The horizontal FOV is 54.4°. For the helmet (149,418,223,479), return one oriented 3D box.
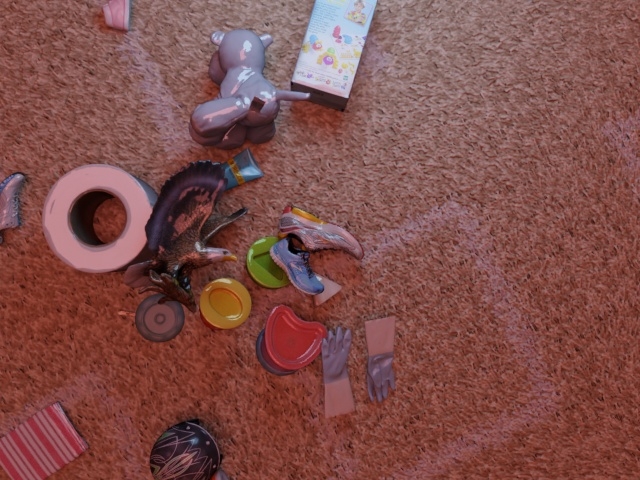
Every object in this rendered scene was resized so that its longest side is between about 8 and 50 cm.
[{"bbox_3d":[-0.314,0.504,1.452,0.169,0.161,0.170,0,85,0],"label":"helmet"}]

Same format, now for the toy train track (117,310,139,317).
[{"bbox_3d":[-0.454,0.183,1.528,0.083,0.014,0.048,10,82,-9],"label":"toy train track"}]

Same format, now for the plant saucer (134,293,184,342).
[{"bbox_3d":[-0.392,0.190,1.520,0.119,0.021,0.120,1,87,-13],"label":"plant saucer"}]

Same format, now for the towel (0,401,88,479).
[{"bbox_3d":[-0.681,0.501,1.508,0.197,0.029,0.144,-34,91,-1],"label":"towel"}]

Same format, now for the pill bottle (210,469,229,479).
[{"bbox_3d":[-0.289,0.625,1.492,0.152,0.086,0.086,-30,90,-3],"label":"pill bottle"}]

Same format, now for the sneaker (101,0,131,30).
[{"bbox_3d":[-0.500,-0.586,1.527,0.070,0.051,0.135,5,93,-8],"label":"sneaker"}]

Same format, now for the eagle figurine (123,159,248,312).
[{"bbox_3d":[-0.286,0.000,1.395,0.225,0.226,0.299,22,60,-26],"label":"eagle figurine"}]

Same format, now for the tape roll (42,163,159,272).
[{"bbox_3d":[-0.497,-0.047,1.456,0.246,0.169,0.246,0,88,-3],"label":"tape roll"}]

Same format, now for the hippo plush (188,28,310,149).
[{"bbox_3d":[-0.206,-0.364,1.438,0.234,0.294,0.237,-11,81,-25],"label":"hippo plush"}]

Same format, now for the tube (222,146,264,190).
[{"bbox_3d":[-0.249,-0.149,1.535,0.207,0.052,0.080,-28,100,-9],"label":"tube"}]

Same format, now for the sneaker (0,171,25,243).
[{"bbox_3d":[-0.753,-0.075,1.502,0.082,0.071,0.191,32,96,-8],"label":"sneaker"}]

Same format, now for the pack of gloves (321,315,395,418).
[{"bbox_3d":[0.089,0.301,1.520,0.195,0.046,0.232,-9,107,-21],"label":"pack of gloves"}]

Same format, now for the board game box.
[{"bbox_3d":[0.034,-0.476,1.505,0.144,0.142,0.276,17,88,-2],"label":"board game box"}]

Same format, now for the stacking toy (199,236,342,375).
[{"bbox_3d":[-0.123,0.163,1.527,0.309,0.130,0.280,36,61,-4],"label":"stacking toy"}]

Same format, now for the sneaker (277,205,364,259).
[{"bbox_3d":[0.000,0.000,1.520,0.225,0.088,0.093,23,78,7],"label":"sneaker"}]

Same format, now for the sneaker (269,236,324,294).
[{"bbox_3d":[-0.047,0.060,1.470,0.162,0.063,0.073,47,114,2],"label":"sneaker"}]
